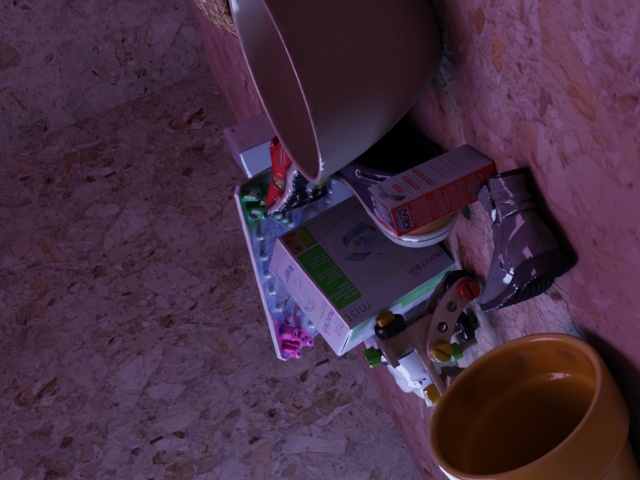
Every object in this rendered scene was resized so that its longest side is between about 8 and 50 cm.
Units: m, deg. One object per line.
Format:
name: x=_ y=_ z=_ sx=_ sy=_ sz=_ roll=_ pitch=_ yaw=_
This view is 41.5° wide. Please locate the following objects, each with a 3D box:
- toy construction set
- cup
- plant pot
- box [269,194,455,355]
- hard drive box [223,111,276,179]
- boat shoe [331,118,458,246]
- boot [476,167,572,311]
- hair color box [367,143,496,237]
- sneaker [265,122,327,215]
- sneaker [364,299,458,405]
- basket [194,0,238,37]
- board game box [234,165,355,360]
toy construction set: x=0.218 y=0.224 z=1.488 sx=0.309 sy=0.237 sz=0.257 roll=-126 pitch=15 yaw=-55
cup: x=0.034 y=-0.280 z=1.235 sx=0.331 sy=0.237 sz=0.331 roll=157 pitch=90 yaw=-80
plant pot: x=0.314 y=0.295 z=1.140 sx=0.239 sy=0.254 sz=0.254 roll=53 pitch=177 yaw=-21
box: x=0.077 y=0.051 z=1.620 sx=0.231 sy=0.262 sz=0.126 roll=51 pitch=153 yaw=21
hard drive box: x=-0.124 y=-0.277 z=2.279 sx=0.181 sy=0.232 sz=0.089 roll=-125 pitch=14 yaw=-56
boat shoe: x=0.074 y=-0.181 z=1.511 sx=0.500 sy=0.187 sz=0.156 roll=51 pitch=158 yaw=45
boot: x=0.264 y=0.000 z=1.187 sx=0.246 sy=0.084 sz=0.161 roll=110 pitch=142 yaw=-69
hair color box: x=0.164 y=-0.074 z=1.236 sx=0.093 sy=0.167 sz=0.053 roll=-128 pitch=16 yaw=-61
sneaker: x=-0.046 y=-0.132 z=1.495 sx=0.118 sy=0.107 sz=0.279 roll=64 pitch=157 yaw=14
sneaker: x=0.186 y=0.190 z=1.816 sx=0.210 sy=0.137 sz=0.365 roll=56 pitch=-162 yaw=-23
basket: x=-0.086 y=-0.454 z=1.379 sx=0.223 sy=0.213 sz=0.299 roll=34 pitch=156 yaw=25
board game box: x=0.000 y=0.000 z=1.811 sx=0.050 sy=0.390 sz=0.389 roll=3 pitch=115 yaw=37
